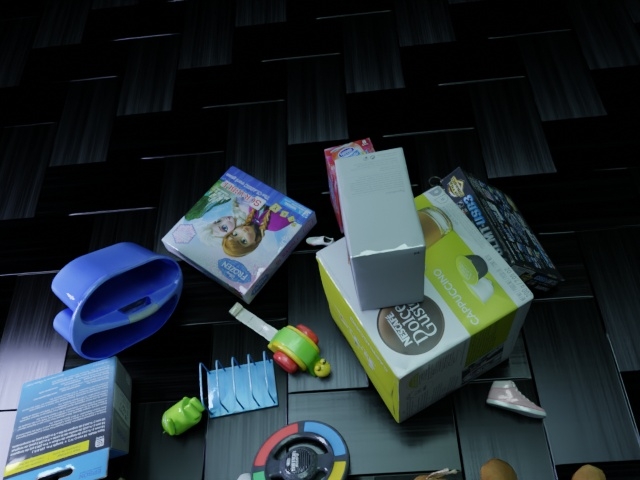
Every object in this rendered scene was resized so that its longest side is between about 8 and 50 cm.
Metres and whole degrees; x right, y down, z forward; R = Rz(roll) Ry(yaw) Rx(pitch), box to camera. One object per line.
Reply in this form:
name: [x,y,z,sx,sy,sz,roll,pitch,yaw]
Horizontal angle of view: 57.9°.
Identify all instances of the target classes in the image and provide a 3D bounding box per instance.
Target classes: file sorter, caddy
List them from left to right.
caddy: [-0.497,0.150,1.452,0.179,0.242,0.341,25,30,26]
file sorter: [-0.200,0.348,1.410,0.170,0.104,0.118,-11,59,0]

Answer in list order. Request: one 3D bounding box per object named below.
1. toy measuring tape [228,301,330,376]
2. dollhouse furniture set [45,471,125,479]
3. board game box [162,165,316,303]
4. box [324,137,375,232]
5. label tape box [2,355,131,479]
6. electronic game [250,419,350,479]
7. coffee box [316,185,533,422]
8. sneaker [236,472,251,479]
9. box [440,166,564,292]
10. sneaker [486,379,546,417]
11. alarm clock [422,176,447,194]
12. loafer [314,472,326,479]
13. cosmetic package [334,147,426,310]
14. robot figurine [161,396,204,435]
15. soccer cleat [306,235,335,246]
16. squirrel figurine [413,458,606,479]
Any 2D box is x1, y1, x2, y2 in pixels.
toy measuring tape: [-0.110,0.237,1.460,0.330,0.121,0.121,32,67,23]
dollhouse furniture set: [-0.564,0.554,1.329,0.181,0.101,0.161,-29,60,-11]
board game box: [-0.231,-0.027,1.661,0.318,0.066,0.318,29,67,22]
box: [0.094,-0.144,1.582,0.128,0.257,0.123,-15,61,-2]
label tape box: [-0.575,0.453,1.334,0.240,0.106,0.334,-16,39,-3]
electronic game: [-0.046,0.502,1.291,0.229,0.048,0.229,-12,36,9]
coffee box: [0.225,0.156,1.337,0.334,0.338,0.338,-28,59,-9]
sneaker: [-0.148,0.619,1.246,0.090,0.095,0.235,-15,56,0]
box: [0.460,-0.022,1.462,0.073,0.293,0.296,-39,56,28]
sneaker: [0.461,0.365,1.351,0.134,0.051,0.070,12,66,18]
alarm clock: [0.340,-0.109,1.649,0.129,0.064,0.192,-7,55,3]
loafer: [-0.013,0.629,1.241,0.096,0.084,0.268,-10,39,31]
cosmetic package: [0.116,-0.015,1.126,0.138,0.224,0.225,-11,57,3]
robot figurine: [-0.332,0.423,1.387,0.115,0.101,0.067,-37,99,22]
soccer cleat: [0.000,0.000,1.635,0.083,0.036,0.029,8,61,11]
squirrel figurine: [0.300,0.601,1.042,0.370,0.281,0.397,4,53,14]
